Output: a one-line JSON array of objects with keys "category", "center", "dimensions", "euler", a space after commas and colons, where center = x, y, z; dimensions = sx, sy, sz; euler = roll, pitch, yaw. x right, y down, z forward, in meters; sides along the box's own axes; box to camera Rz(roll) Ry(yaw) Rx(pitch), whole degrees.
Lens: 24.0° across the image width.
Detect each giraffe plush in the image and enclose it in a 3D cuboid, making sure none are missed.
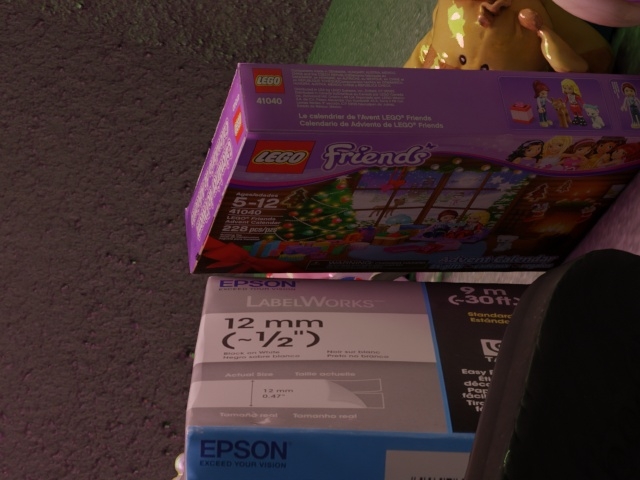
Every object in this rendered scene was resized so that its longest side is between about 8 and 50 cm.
[{"category": "giraffe plush", "center": [0.130, -0.139, 1.110], "dimensions": [0.170, 0.181, 0.210], "euler": [-48, -40, -78]}]

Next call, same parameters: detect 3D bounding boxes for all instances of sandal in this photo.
[{"category": "sandal", "center": [0.121, 0.200, 0.672], "dimensions": [0.107, 0.167, 0.446], "euler": [-28, 44, 55]}]

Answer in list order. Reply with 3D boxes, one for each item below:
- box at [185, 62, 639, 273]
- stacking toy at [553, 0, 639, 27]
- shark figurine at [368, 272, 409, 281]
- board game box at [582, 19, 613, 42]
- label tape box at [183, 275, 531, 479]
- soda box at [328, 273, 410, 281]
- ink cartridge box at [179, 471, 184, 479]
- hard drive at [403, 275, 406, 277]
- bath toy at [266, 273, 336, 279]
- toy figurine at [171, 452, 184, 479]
[{"category": "box", "center": [0.065, -0.044, 1.062], "dimensions": [0.201, 0.293, 0.057], "euler": [117, 149, -58]}, {"category": "stacking toy", "center": [0.244, -0.252, 0.896], "dimensions": [0.330, 0.141, 0.141], "euler": [141, 146, -65]}, {"category": "shark figurine", "center": [0.051, 0.151, 1.549], "dimensions": [0.166, 0.116, 0.278], "euler": [-16, 61, 42]}, {"category": "board game box", "center": [0.186, -0.211, 1.357], "dimensions": [0.336, 0.079, 0.254], "euler": [-104, 31, -76]}, {"category": "label tape box", "center": [0.037, 0.096, 1.069], "dimensions": [0.348, 0.249, 0.115], "euler": [-91, 3, -66]}, {"category": "soda box", "center": [0.010, 0.097, 1.649], "dimensions": [0.216, 0.074, 0.069], "euler": [-36, -24, -44]}, {"category": "ink cartridge box", "center": [-0.018, 0.223, 1.310], "dimensions": [0.270, 0.197, 0.198], "euler": [-65, 3, -19]}, {"category": "hard drive", "center": [0.080, 0.002, 1.849], "dimensions": [0.210, 0.040, 0.319], "euler": [-145, 71, -83]}, {"category": "bath toy", "center": [0.000, 0.000, 1.771], "dimensions": [0.348, 0.151, 0.129], "euler": [105, 149, -51]}, {"category": "toy figurine", "center": [-0.015, 0.223, 1.930], "dimensions": [0.217, 0.191, 0.363], "euler": [-9, 53, 49]}]
